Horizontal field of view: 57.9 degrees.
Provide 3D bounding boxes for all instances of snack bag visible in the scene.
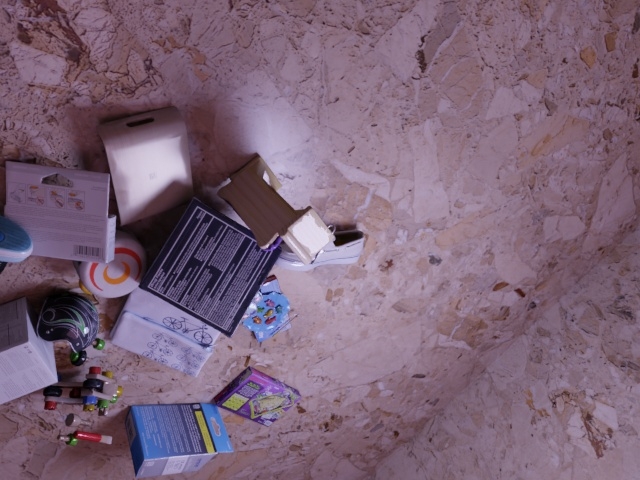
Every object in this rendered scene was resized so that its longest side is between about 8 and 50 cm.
[{"bbox_3d":[-0.486,0.289,1.851,0.323,0.037,0.342,27,128,-12],"label":"snack bag"}]

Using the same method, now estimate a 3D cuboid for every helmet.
[{"bbox_3d":[-0.743,0.244,1.723,0.162,0.169,0.169,12,120,-14],"label":"helmet"}]

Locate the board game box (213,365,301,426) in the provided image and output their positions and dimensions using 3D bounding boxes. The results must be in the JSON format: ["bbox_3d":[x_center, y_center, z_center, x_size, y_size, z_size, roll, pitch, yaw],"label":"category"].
[{"bbox_3d":[-0.256,0.661,2.427,0.208,0.056,0.347,-39,135,9],"label":"board game box"}]

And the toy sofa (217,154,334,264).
[{"bbox_3d":[-0.138,-0.078,1.676,0.177,0.362,0.150,-41,135,-3],"label":"toy sofa"}]

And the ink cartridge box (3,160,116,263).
[{"bbox_3d":[-0.674,-0.074,1.501,0.275,0.060,0.238,7,101,0],"label":"ink cartridge box"}]

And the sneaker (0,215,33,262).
[{"bbox_3d":[-0.896,0.029,1.460,0.319,0.127,0.208,19,122,-8],"label":"sneaker"}]

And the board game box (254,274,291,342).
[{"bbox_3d":[-0.201,0.257,2.144,0.145,0.027,0.281,-24,134,-13],"label":"board game box"}]

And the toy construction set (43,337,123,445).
[{"bbox_3d":[-0.730,0.530,1.890,0.258,0.308,0.237,-37,140,13],"label":"toy construction set"}]

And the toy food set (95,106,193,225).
[{"bbox_3d":[-0.477,-0.198,1.589,0.220,0.092,0.306,-23,136,-28],"label":"toy food set"}]

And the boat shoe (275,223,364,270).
[{"bbox_3d":[0.005,0.005,1.984,0.367,0.136,0.156,-2,126,-32],"label":"boat shoe"}]

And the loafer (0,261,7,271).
[{"bbox_3d":[-0.934,0.106,1.580,0.078,0.080,0.220,37,106,-10],"label":"loafer"}]

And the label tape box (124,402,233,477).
[{"bbox_3d":[-0.537,0.746,2.190,0.348,0.249,0.115,10,119,-35],"label":"label tape box"}]

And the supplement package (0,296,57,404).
[{"bbox_3d":[-0.935,0.333,1.663,0.263,0.198,0.199,-21,134,-14],"label":"supplement package"}]

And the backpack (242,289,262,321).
[{"bbox_3d":[-0.340,0.189,1.905,0.254,0.191,0.225,-33,123,10],"label":"backpack"}]

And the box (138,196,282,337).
[{"bbox_3d":[-0.318,0.076,1.685,0.294,0.183,0.296,32,83,-11],"label":"box"}]

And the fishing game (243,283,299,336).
[{"bbox_3d":[-0.196,0.270,2.112,0.189,0.041,0.264,-38,135,-1],"label":"fishing game"}]

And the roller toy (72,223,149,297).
[{"bbox_3d":[-0.605,0.056,1.664,0.191,0.146,0.209,-17,125,-28],"label":"roller toy"}]
